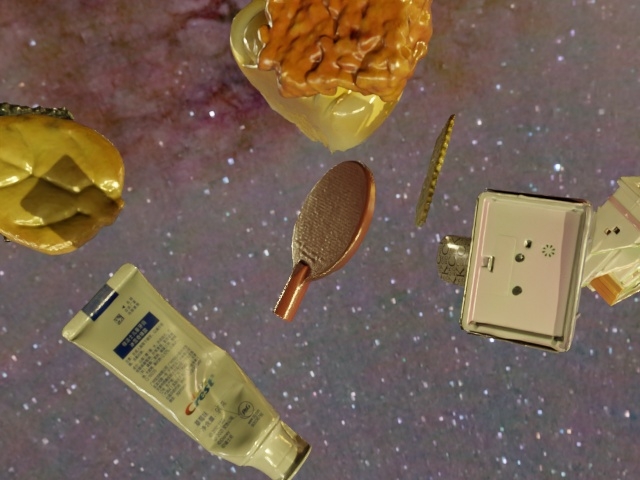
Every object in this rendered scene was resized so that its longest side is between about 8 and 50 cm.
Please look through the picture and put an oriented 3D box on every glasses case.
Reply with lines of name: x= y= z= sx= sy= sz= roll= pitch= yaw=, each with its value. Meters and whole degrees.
glasses case: x=0.418 y=0.062 z=1.885 sx=0.085 sy=0.137 sz=0.354 roll=4 pitch=-176 yaw=-25

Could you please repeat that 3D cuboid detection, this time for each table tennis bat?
table tennis bat: x=0.000 y=0.000 z=1.697 sx=0.268 sy=0.051 sz=0.415 roll=33 pitch=-83 yaw=56

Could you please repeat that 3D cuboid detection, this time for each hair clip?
hair clip: x=-0.657 y=-0.238 z=1.630 sx=0.091 sy=0.138 sz=0.321 roll=35 pitch=-162 yaw=10

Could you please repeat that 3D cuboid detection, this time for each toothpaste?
toothpaste: x=-0.126 y=0.142 z=0.718 sx=0.096 sy=0.266 sz=0.061 roll=-49 pitch=-179 yaw=-13

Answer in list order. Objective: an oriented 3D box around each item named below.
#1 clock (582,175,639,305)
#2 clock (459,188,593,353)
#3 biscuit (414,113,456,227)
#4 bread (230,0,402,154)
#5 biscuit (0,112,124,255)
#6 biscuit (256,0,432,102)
clock: x=0.682 y=0.017 z=1.614 sx=0.235 sy=0.309 sz=0.166 roll=-5 pitch=-130 yaw=-39
clock: x=0.269 y=0.034 z=0.931 sx=0.144 sy=0.193 sz=0.073 roll=10 pitch=-171 yaw=23
biscuit: x=0.196 y=-0.111 z=1.266 sx=0.016 sy=0.144 sz=0.203 roll=17 pitch=-101 yaw=1
bread: x=-0.022 y=-0.363 z=1.499 sx=0.245 sy=0.329 sz=0.424 roll=0 pitch=-154 yaw=-40
biscuit: x=-0.407 y=-0.092 z=1.029 sx=0.260 sy=0.041 sz=0.203 roll=26 pitch=-103 yaw=-3
biscuit: x=0.039 y=-0.384 z=1.180 sx=0.312 sy=0.318 sz=0.110 roll=4 pitch=179 yaw=31
